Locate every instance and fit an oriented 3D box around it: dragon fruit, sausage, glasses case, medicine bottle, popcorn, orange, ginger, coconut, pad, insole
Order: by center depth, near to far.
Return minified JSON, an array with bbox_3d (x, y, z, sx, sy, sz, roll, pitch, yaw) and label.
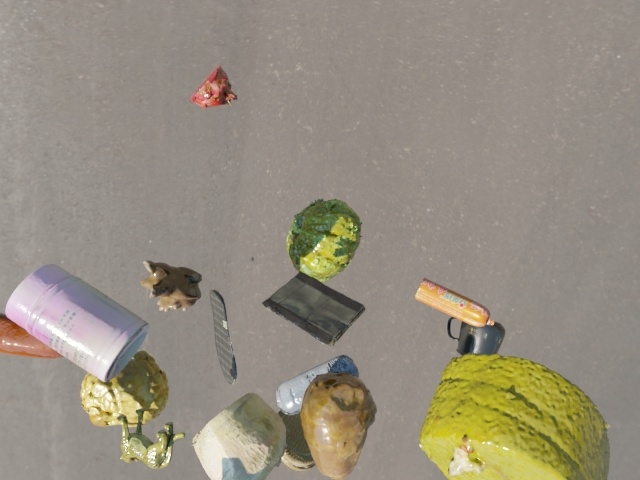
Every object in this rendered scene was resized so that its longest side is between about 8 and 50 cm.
[{"bbox_3d":[-0.526,0.178,1.031,0.254,0.152,0.152,33,114,1],"label":"medicine bottle"},{"bbox_3d":[-0.760,0.230,1.143,0.348,0.094,0.097,13,161,1],"label":"sausage"},{"bbox_3d":[-0.016,0.173,1.249,0.233,0.174,0.022,27,136,28],"label":"pad"},{"bbox_3d":[0.037,0.509,1.339,0.223,0.200,0.269,40,67,-10],"label":"ginger"},{"bbox_3d":[-0.284,0.283,1.364,0.012,0.110,0.309,-20,120,-36],"label":"insole"},{"bbox_3d":[0.399,0.189,1.385,0.234,0.071,0.071,25,117,14],"label":"sausage"},{"bbox_3d":[-0.583,0.442,1.411,0.250,0.250,0.190,21,127,-10],"label":"popcorn"},{"bbox_3d":[-0.329,-0.460,1.486,0.153,0.153,0.111,-40,114,19],"label":"dragon fruit"},{"bbox_3d":[-0.011,0.463,1.506,0.282,0.067,0.109,-26,71,4],"label":"glasses case"},{"bbox_3d":[-0.252,0.673,1.545,0.297,0.297,0.254,-44,77,20],"label":"coconut"},{"bbox_3d":[0.000,0.000,1.607,0.223,0.301,0.300,29,123,-18],"label":"orange"}]

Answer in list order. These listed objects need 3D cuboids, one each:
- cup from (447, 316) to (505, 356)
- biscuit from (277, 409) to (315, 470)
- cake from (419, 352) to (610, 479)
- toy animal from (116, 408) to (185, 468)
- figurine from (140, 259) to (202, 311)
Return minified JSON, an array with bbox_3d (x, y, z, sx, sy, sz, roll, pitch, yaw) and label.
[{"bbox_3d":[0.613,0.387,1.885,0.223,0.169,0.176,15,91,33],"label":"cup"},{"bbox_3d":[-0.095,0.797,1.899,0.259,0.259,0.079,34,120,-16],"label":"biscuit"},{"bbox_3d":[0.257,0.274,0.597,0.179,0.156,0.260,-11,125,50],"label":"cake"},{"bbox_3d":[-0.396,0.481,1.094,0.181,0.073,0.136,10,100,22],"label":"toy animal"},{"bbox_3d":[-0.583,0.186,1.815,0.173,0.177,0.247,-31,156,37],"label":"figurine"}]
